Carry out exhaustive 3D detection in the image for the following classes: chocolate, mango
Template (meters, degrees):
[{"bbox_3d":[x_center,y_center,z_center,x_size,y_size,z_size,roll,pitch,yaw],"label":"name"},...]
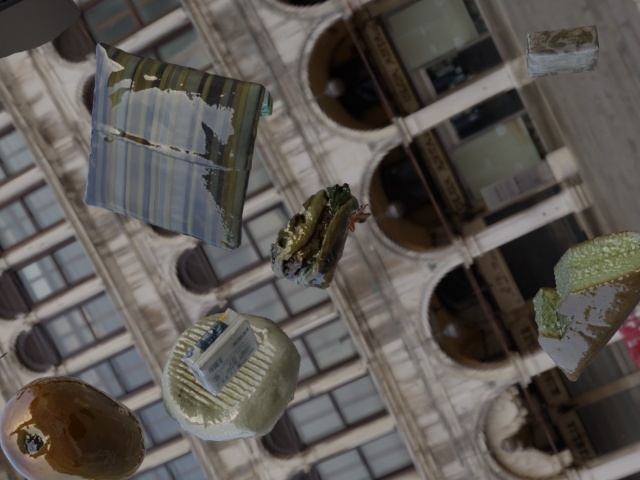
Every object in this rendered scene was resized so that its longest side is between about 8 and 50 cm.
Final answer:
[{"bbox_3d":[-0.552,-0.433,1.443,0.177,0.206,0.224,63,180,1],"label":"chocolate"},{"bbox_3d":[-0.431,0.352,1.521,0.211,0.173,0.317,45,-173,30],"label":"mango"}]

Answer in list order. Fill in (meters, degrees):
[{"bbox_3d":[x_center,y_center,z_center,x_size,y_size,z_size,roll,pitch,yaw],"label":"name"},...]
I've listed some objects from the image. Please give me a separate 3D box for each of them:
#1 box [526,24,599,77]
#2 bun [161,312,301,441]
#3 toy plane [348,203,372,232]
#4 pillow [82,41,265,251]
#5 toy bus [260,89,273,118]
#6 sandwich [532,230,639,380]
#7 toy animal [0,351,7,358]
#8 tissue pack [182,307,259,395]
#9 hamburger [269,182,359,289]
[{"bbox_3d":[0.338,-0.263,1.179,0.062,0.098,0.045,66,-156,-62],"label":"box"},{"bbox_3d":[-0.135,0.222,1.308,0.133,0.231,0.231,67,-173,-46],"label":"bun"},{"bbox_3d":[0.078,-0.060,2.063,0.062,0.135,0.188,53,-150,-1],"label":"toy plane"},{"bbox_3d":[-0.178,-0.106,0.984,0.052,0.212,0.208,-51,-25,-61],"label":"pillow"},{"bbox_3d":[-0.107,-0.185,1.143,0.037,0.083,0.031,65,-154,-72],"label":"toy bus"},{"bbox_3d":[0.325,0.079,1.062,0.090,0.088,0.245,-85,9,-47],"label":"sandwich"},{"bbox_3d":[-0.623,0.209,1.561,0.050,0.084,0.028,24,-113,-54],"label":"toy animal"},{"bbox_3d":[-0.115,0.130,0.989,0.042,0.083,0.062,25,150,36],"label":"tissue pack"},{"bbox_3d":[0.000,0.000,1.583,0.130,0.206,0.183,36,158,4],"label":"hamburger"}]
